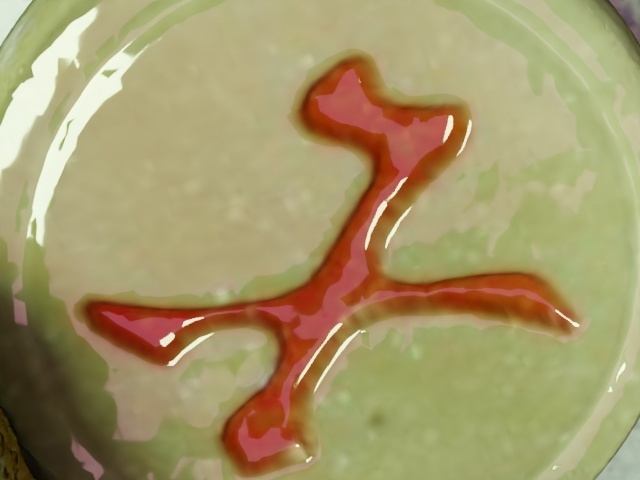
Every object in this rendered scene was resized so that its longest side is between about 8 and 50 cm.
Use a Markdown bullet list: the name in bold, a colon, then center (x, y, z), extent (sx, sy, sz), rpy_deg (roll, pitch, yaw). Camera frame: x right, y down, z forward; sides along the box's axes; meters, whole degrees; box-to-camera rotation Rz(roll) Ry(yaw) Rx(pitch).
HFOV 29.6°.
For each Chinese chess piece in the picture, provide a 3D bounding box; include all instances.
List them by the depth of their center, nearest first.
- **Chinese chess piece**: center (0.000, 0.000, 0.569), extent (0.338, 0.140, 0.338), rpy_deg (-1, 106, -5)

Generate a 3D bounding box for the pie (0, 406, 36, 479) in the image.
- **pie**: center (-0.191, 0.105, 0.529), extent (0.085, 0.308, 0.308), rpy_deg (-42, 108, -30)
